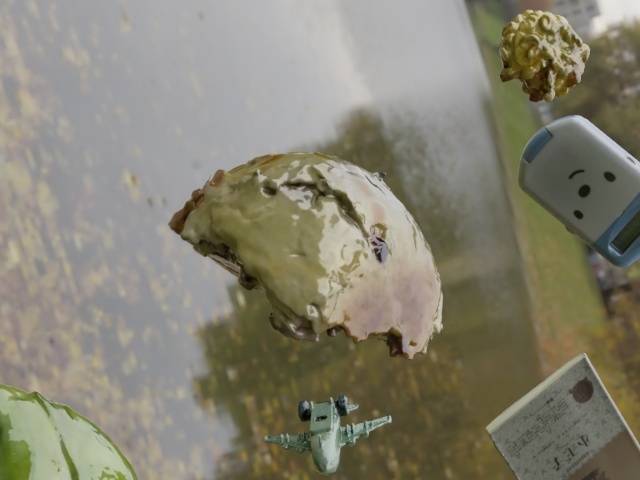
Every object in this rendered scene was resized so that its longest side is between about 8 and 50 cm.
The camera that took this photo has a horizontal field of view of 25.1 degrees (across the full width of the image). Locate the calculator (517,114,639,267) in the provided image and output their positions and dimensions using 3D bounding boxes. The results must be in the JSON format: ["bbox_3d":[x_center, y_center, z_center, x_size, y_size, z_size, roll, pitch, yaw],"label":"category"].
[{"bbox_3d":[0.339,-0.059,1.753,0.210,0.121,0.039,41,26,4],"label":"calculator"}]

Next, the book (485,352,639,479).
[{"bbox_3d":[0.275,0.235,1.541,0.198,0.138,0.016,57,-11,-20],"label":"book"}]

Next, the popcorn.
[{"bbox_3d":[0.190,-0.161,1.250,0.057,0.083,0.082,26,-36,56],"label":"popcorn"}]

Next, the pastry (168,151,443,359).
[{"bbox_3d":[0.000,0.000,1.376,0.237,0.170,0.256,29,3,40],"label":"pastry"}]

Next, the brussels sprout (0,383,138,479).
[{"bbox_3d":[-0.209,0.190,0.872,0.161,0.223,0.223,-1,74,-80],"label":"brussels sprout"}]

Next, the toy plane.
[{"bbox_3d":[0.003,0.117,0.878,0.083,0.080,0.033,-82,163,-73],"label":"toy plane"}]
